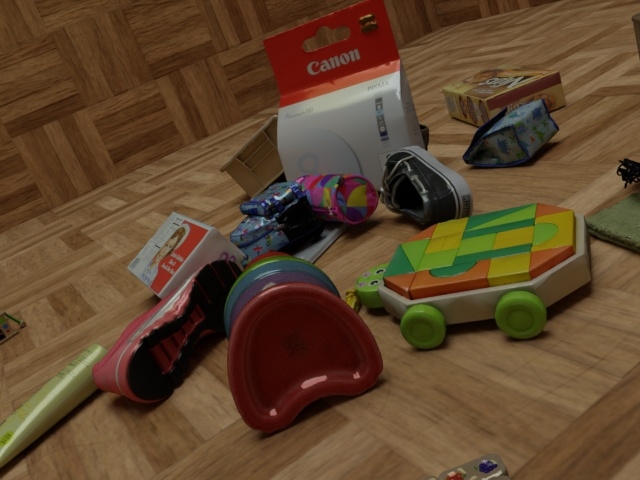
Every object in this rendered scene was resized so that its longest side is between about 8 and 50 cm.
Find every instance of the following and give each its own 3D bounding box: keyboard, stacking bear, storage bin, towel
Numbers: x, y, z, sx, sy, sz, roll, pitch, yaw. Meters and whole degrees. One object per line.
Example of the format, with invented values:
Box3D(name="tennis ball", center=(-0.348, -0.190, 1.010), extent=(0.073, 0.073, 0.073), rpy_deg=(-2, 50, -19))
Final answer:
Box3D(name="keyboard", center=(0.000, 0.000, 1.269), extent=(0.072, 0.014, 0.256), rpy_deg=(-13, 20, 38))
Box3D(name="stacking bear", center=(-0.050, 0.094, 0.874), extent=(0.175, 0.164, 0.289), rpy_deg=(-23, 15, -4))
Box3D(name="storage bin", center=(-0.097, -0.267, 1.772), extent=(0.260, 0.123, 0.262), rpy_deg=(-38, 7, 35))
Box3D(name="towel", center=(0.426, -0.023, 0.857), extent=(0.110, 0.027, 0.148), rpy_deg=(-26, 20, -9))
Box3D(name="keyboard", center=(0.460, -0.080, 0.916), extent=(0.100, 0.038, 0.192), rpy_deg=(19, 17, 8))

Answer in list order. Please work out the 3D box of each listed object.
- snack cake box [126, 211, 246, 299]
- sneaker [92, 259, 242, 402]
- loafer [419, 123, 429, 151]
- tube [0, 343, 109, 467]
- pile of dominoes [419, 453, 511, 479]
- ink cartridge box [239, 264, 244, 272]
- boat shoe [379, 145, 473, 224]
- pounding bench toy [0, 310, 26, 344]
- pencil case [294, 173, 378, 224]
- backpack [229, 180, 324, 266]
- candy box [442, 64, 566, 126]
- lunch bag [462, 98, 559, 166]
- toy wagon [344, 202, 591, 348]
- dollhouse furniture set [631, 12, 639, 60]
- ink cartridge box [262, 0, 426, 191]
Box3D(name="snack cake box", center=(-0.258, 0.042, 1.233), extent=(0.152, 0.089, 0.264), rpy_deg=(-52, 27, -11))
Box3D(name="sneaker", center=(-0.236, 0.125, 1.030), extent=(0.136, 0.116, 0.314), rpy_deg=(-9, 23, 35))
Box3D(name="loafer", center=(0.128, -0.274, 1.467), extent=(0.267, 0.084, 0.096), rpy_deg=(31, 51, 17))
Box3D(name="tube", center=(-0.410, 0.251, 0.974), extent=(0.240, 0.062, 0.070), rpy_deg=(-44, -12, -36))
Box3D(name="pile of dominoes", center=(0.048, 0.257, 0.502), extent=(0.251, 0.040, 0.196), rpy_deg=(-22, 19, 1))
Box3D(name="ink cartridge box", center=(-0.163, 0.056, 1.233), extent=(0.028, 0.048, 0.083), rpy_deg=(-28, 22, -17))
Box3D(name="boat shoe", center=(0.161, -0.095, 1.198), extent=(0.104, 0.113, 0.306), rpy_deg=(-11, 27, -13))
Box3D(name="pounding bench toy", center=(-0.698, 0.180, 1.440), extent=(0.052, 0.065, 0.083), rpy_deg=(-3, 26, 42))
Box3D(name="pencil case", center=(0.019, -0.084, 1.307), extent=(0.104, 0.105, 0.236), rpy_deg=(-29, 15, -19))
Box3D(name="backpack", center=(-0.105, -0.026, 1.283), extent=(0.173, 0.117, 0.158), rpy_deg=(-33, 16, -17))
Box3D(name="candy box", center=(0.443, -0.359, 1.627), extent=(0.182, 0.088, 0.316), rpy_deg=(-22, 20, -1))
Box3D(name="lunch bag", center=(0.372, -0.207, 1.311), extent=(0.128, 0.096, 0.151), rpy_deg=(-37, 10, -31))
Box3D(name="toy wagon", center=(0.179, 0.042, 0.884), extent=(0.344, 0.068, 0.267), rpy_deg=(-11, 22, 26))
Box3D(name="dollhouse furniture set", center=(0.795, -0.388, 1.211), extent=(0.355, 0.174, 0.303), rpy_deg=(-17, 20, 13))
Box3D(name="ink cartridge box", center=(0.038, -0.283, 1.405), extent=(0.308, 0.385, 0.091), rpy_deg=(-11, 13, 29))
